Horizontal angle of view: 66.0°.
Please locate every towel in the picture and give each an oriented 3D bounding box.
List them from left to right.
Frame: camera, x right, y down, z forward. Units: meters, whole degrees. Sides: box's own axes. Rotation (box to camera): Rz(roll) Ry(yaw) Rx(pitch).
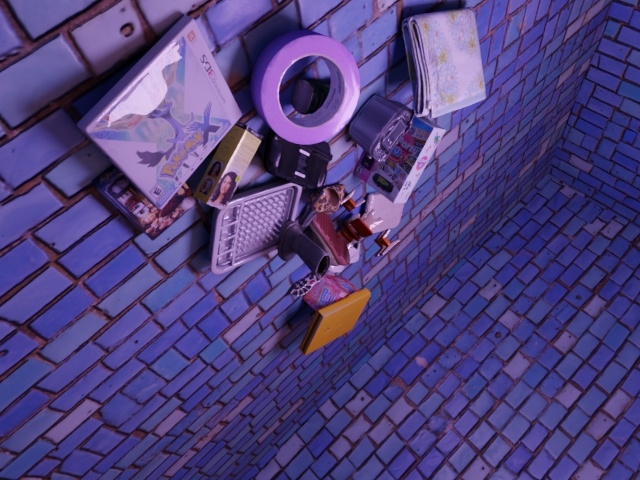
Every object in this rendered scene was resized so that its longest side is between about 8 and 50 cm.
[{"bbox_3d":[0.278,-0.134,2.173,0.282,0.049,0.187,-13,120,-47],"label":"towel"},{"bbox_3d":[0.425,-0.599,1.651,0.375,0.090,0.320,-26,114,-37],"label":"towel"}]

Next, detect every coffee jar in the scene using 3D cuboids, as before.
[{"bbox_3d":[0.008,-0.417,1.435,0.184,0.079,0.096,-17,138,-46],"label":"coffee jar"}]

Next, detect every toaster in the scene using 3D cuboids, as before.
[{"bbox_3d":[0.205,-0.392,1.676,0.227,0.146,0.129,-52,153,7],"label":"toaster"}]

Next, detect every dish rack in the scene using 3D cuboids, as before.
[{"bbox_3d":[-0.218,-0.057,1.566,0.333,0.072,0.285,-23,142,-40],"label":"dish rack"}]

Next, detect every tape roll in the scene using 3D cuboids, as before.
[{"bbox_3d":[-0.038,-0.394,1.280,0.275,0.090,0.274,-13,125,-20],"label":"tape roll"}]

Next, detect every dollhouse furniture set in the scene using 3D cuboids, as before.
[{"bbox_3d":[0.148,-0.044,1.940,0.135,0.262,0.259,-42,-177,-10],"label":"dollhouse furniture set"}]

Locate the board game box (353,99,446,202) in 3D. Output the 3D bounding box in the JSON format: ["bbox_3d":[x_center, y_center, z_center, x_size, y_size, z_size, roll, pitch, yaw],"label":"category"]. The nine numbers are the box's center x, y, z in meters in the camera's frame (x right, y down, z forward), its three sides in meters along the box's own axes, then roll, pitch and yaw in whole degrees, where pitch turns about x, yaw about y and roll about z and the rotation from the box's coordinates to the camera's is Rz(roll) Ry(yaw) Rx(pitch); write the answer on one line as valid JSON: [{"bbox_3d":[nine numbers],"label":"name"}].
[{"bbox_3d":[0.279,-0.321,1.792,0.098,0.224,0.303,-7,131,-49],"label":"board game box"}]

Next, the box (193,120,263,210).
[{"bbox_3d":[-0.246,-0.200,1.320,0.232,0.058,0.087,-63,155,3],"label":"box"}]

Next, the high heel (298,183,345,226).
[{"bbox_3d":[0.039,-0.162,1.711,0.261,0.093,0.186,-43,174,-36],"label":"high heel"}]

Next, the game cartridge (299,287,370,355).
[{"bbox_3d":[0.070,0.360,2.222,0.324,0.053,0.285,-20,145,-42],"label":"game cartridge"}]

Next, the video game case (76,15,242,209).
[{"bbox_3d":[-0.333,-0.272,1.106,0.329,0.036,0.300,-54,154,-16],"label":"video game case"}]

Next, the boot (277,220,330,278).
[{"bbox_3d":[-0.054,0.054,1.645,0.076,0.208,0.189,-31,147,-31],"label":"boot"}]

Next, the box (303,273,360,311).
[{"bbox_3d":[0.073,0.269,2.307,0.154,0.142,0.300,-52,152,9],"label":"box"}]

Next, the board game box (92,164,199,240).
[{"bbox_3d":[-0.422,-0.120,1.224,0.165,0.042,0.243,-43,151,-11],"label":"board game box"}]

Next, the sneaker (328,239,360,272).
[{"bbox_3d":[0.094,0.057,2.155,0.232,0.090,0.115,-31,141,-47],"label":"sneaker"}]

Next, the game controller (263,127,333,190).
[{"bbox_3d":[-0.064,-0.257,1.514,0.319,0.067,0.166,13,97,-59],"label":"game controller"}]

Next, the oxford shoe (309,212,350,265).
[{"bbox_3d":[0.000,0.000,1.901,0.130,0.123,0.348,-12,138,20],"label":"oxford shoe"}]

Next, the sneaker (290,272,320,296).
[{"bbox_3d":[-0.057,0.199,2.120,0.170,0.068,0.071,-30,152,-33],"label":"sneaker"}]
